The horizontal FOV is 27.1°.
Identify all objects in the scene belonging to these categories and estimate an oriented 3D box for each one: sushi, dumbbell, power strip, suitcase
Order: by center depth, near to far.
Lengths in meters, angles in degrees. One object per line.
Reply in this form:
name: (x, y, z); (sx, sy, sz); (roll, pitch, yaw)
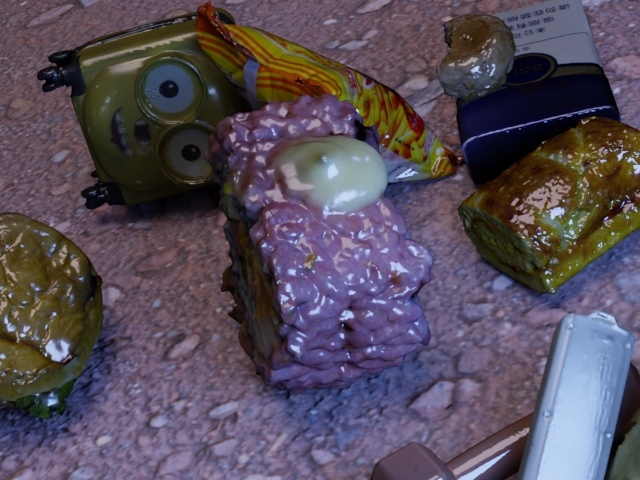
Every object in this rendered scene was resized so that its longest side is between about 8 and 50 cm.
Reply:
power strip: (0.179, 0.172, 0.980); (0.060, 0.027, 0.253); (18, 73, -1)
dumbbell: (0.151, 0.163, 1.043); (0.231, 0.092, 0.082); (-27, 8, -13)
sushi: (0.000, 0.000, 1.199); (0.170, 0.236, 0.270); (-9, 48, -11)
suitcase: (-0.180, -0.148, 1.514); (0.234, 0.194, 0.143); (-14, 22, 6)

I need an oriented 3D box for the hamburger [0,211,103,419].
hamburger: (-0.301, 0.065, 1.286); (0.183, 0.130, 0.206); (24, 40, -7)

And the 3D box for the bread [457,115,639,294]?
bread: (0.234, -0.039, 1.264); (0.172, 0.103, 0.132); (-34, 31, -15)

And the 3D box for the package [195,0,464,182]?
package: (0.007, -0.139, 1.415); (0.223, 0.288, 0.108); (30, 96, 42)

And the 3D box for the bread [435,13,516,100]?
bread: (0.169, -0.195, 1.421); (0.082, 0.060, 0.113); (-6, 39, 21)

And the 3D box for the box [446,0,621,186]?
box: (0.230, -0.170, 1.472); (0.168, 0.071, 0.259); (-13, 34, 9)

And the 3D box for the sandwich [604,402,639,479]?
sandwich: (0.327, 0.183, 0.924); (0.198, 0.227, 0.155); (17, 33, -11)
